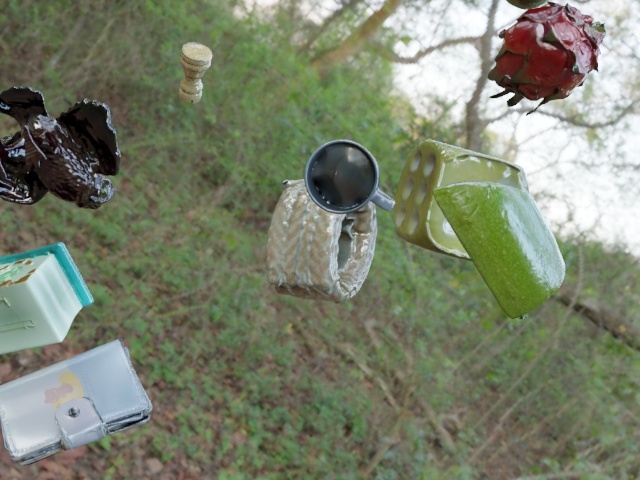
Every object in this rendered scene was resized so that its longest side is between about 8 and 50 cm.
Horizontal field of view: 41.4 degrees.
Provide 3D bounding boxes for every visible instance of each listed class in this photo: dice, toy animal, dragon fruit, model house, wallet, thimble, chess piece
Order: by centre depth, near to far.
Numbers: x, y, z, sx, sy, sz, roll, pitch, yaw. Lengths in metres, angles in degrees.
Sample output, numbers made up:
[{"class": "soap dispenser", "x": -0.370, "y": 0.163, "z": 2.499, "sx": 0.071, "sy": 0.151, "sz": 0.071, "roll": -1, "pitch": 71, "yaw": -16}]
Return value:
[{"class": "toy animal", "x": -0.340, "y": -0.114, "z": 1.110, "sx": 0.179, "sy": 0.219, "sz": 0.116, "roll": 38, "pitch": 34, "yaw": -60}, {"class": "model house", "x": -0.379, "y": 0.065, "z": 1.117, "sx": 0.149, "sy": 0.127, "sz": 0.100, "roll": -69, "pitch": 143, "yaw": -60}, {"class": "wallet", "x": -0.405, "y": 0.267, "z": 1.387, "sx": 0.170, "sy": 0.231, "sz": 0.069, "roll": 56, "pitch": -24, "yaw": 34}, {"class": "thimble", "x": 0.003, "y": -0.001, "z": 1.531, "sx": 0.148, "sy": 0.229, "sz": 0.196, "roll": 4, "pitch": -22, "yaw": 27}, {"class": "dragon fruit", "x": 0.436, "y": -0.362, "z": 1.683, "sx": 0.193, "sy": 0.274, "sz": 0.192, "roll": -9, "pitch": 75, "yaw": -55}, {"class": "chess piece", "x": -0.271, "y": -0.352, "z": 1.797, "sx": 0.066, "sy": 0.122, "sz": 0.066, "roll": 10, "pitch": 46, "yaw": -11}, {"class": "dice", "x": 0.313, "y": -0.089, "z": 1.927, "sx": 0.233, "sy": 0.238, "sz": 0.227, "roll": 14, "pitch": 8, "yaw": -20}]

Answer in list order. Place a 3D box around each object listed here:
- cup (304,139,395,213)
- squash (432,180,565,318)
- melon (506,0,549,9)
[{"class": "cup", "x": 0.037, "y": -0.062, "z": 0.916, "sx": 0.100, "sy": 0.078, "sz": 0.077, "roll": 35, "pitch": 10, "yaw": 6}, {"class": "squash", "x": 0.305, "y": -0.033, "z": 1.388, "sx": 0.288, "sy": 0.111, "sz": 0.203, "roll": 56, "pitch": 32, "yaw": -23}, {"class": "melon", "x": 0.430, "y": -0.546, "z": 1.743, "sx": 0.139, "sy": 0.139, "sz": 0.192, "roll": 42, "pitch": 28, "yaw": 2}]
